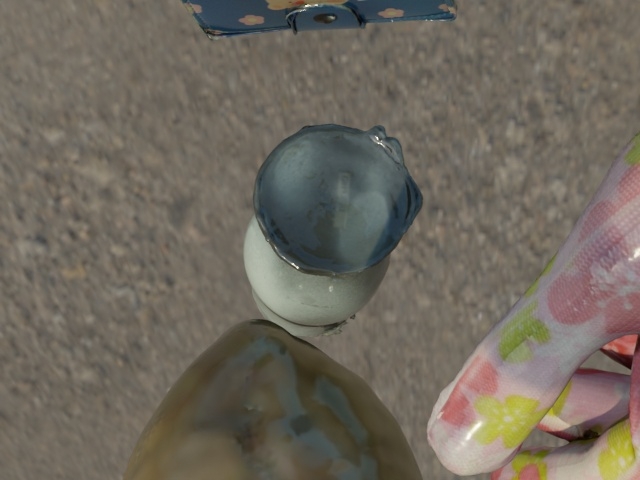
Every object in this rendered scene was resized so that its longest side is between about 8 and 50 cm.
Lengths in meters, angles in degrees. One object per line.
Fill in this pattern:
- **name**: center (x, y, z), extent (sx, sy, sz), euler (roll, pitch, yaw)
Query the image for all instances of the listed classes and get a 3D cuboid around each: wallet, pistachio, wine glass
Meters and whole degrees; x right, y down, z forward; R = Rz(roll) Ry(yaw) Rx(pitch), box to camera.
- **wallet**: center (-0.001, -0.196, 1.245), extent (0.202, 0.141, 0.059), euler (-5, 75, 12)
- **pistachio**: center (-0.025, 0.183, 0.811), extent (0.162, 0.181, 0.293), euler (-7, 103, -21)
- **wine glass**: center (0.000, 0.000, 1.114), extent (0.103, 0.222, 0.103), euler (1, 75, -5)

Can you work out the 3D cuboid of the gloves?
- **gloves**: center (0.134, 0.030, 0.617), extent (0.126, 0.241, 0.145), euler (31, 40, 11)
